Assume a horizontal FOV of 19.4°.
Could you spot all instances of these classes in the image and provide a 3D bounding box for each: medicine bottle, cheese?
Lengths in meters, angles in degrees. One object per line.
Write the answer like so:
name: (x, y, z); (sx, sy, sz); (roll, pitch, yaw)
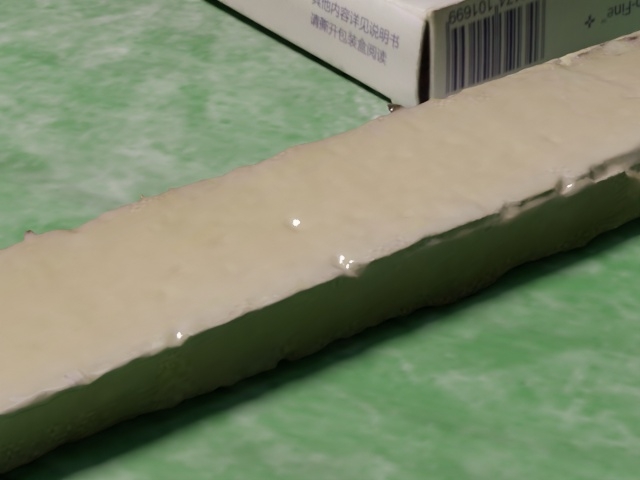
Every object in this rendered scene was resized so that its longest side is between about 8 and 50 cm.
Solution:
medicine bottle: (0.044, -0.132, 0.797); (0.171, 0.052, 0.201); (-23, 38, -31)
cheese: (0.001, -0.002, 0.599); (0.400, 0.034, 0.085); (-20, 35, -27)
